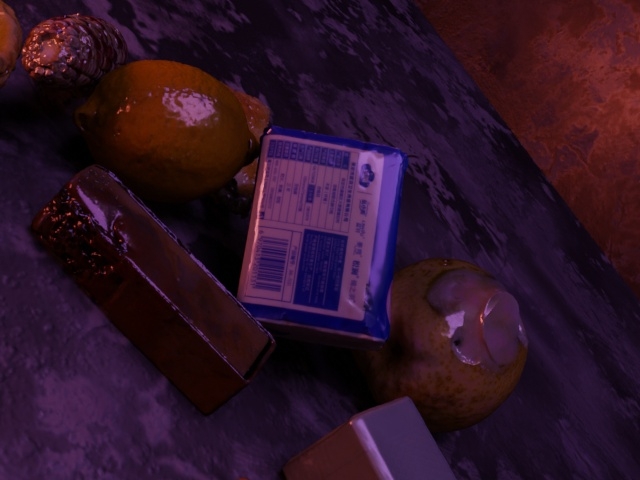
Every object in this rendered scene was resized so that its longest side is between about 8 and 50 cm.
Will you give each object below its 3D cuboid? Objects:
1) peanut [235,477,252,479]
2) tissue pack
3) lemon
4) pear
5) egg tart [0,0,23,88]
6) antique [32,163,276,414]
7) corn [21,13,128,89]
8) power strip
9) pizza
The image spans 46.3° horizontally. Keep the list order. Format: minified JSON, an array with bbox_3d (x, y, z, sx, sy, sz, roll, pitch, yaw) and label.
[{"bbox_3d":[-0.026,0.331,0.753,0.226,0.108,0.095,47,38,-6],"label":"peanut"},{"bbox_3d":[0.000,0.000,1.008,0.209,0.137,0.270,8,74,-7],"label":"tissue pack"},{"bbox_3d":[-0.199,-0.143,0.992,0.256,0.188,0.188,10,46,-30],"label":"lemon"},{"bbox_3d":[0.171,0.155,1.114,0.271,0.271,0.271,33,33,-25],"label":"pear"},{"bbox_3d":[-0.479,-0.245,0.814,0.294,0.123,0.294,35,29,-23],"label":"egg tart"},{"bbox_3d":[-0.196,0.054,0.873,0.310,0.087,0.093,47,30,-4],"label":"antique"},{"bbox_3d":[-0.319,-0.244,0.976,0.098,0.098,0.290,42,10,-11],"label":"corn"},{"bbox_3d":[0.082,0.320,0.875,0.139,0.140,0.224,1,54,-55],"label":"power strip"},{"bbox_3d":[-0.173,-0.147,1.163,0.279,0.075,0.288,14,46,-39],"label":"pizza"}]
